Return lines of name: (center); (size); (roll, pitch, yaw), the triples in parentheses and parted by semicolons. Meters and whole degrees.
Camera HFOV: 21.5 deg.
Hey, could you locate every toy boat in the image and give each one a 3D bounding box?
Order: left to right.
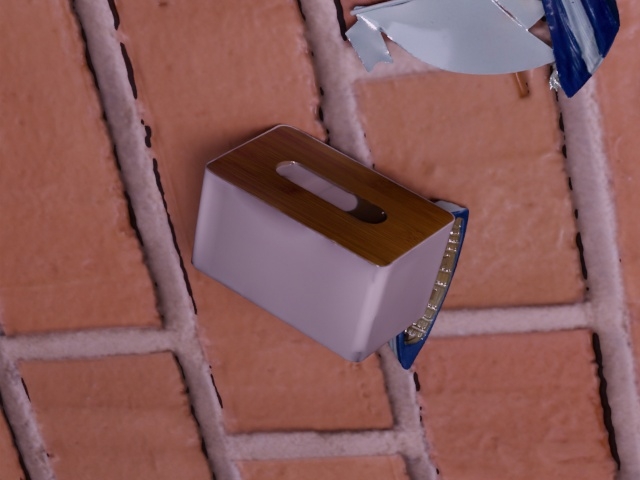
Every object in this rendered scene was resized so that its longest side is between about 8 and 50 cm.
toy boat: (0.117, 0.053, 1.968); (0.046, 0.080, 0.229); (42, 133, 32)
toy boat: (0.171, -0.261, 1.768); (0.291, 0.070, 0.210); (10, 119, 14)

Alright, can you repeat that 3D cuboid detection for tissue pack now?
tissue pack: (-0.001, 0.001, 1.874); (0.246, 0.159, 0.136); (29, 127, 23)
